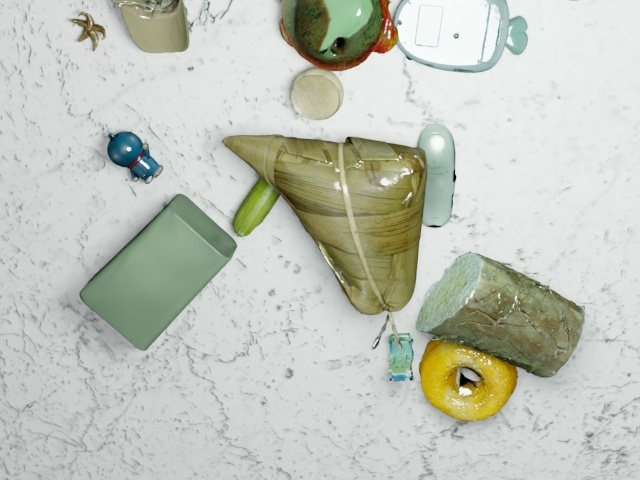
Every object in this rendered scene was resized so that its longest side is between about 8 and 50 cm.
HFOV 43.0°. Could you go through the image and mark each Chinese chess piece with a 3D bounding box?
[{"bbox_3d":[-0.007,-0.334,1.856,0.122,0.051,0.122,7,125,9],"label":"Chinese chess piece"}]

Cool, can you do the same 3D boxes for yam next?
[{"bbox_3d":[0.434,0.181,1.931,0.348,0.241,0.241,23,113,-6],"label":"yam"}]

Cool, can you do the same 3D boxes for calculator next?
[{"bbox_3d":[0.307,-0.460,1.769,0.299,0.041,0.185,7,108,-1],"label":"calculator"}]

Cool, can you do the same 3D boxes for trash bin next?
[{"bbox_3d":[-0.398,0.078,2.028,0.223,0.158,0.343,44,110,-11],"label":"trash bin"}]

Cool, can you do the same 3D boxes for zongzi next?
[{"bbox_3d":[0.004,-0.009,1.923,0.467,0.218,0.500,7,115,11],"label":"zongzi"}]

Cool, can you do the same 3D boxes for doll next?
[{"bbox_3d":[-0.453,-0.205,1.963,0.114,0.085,0.152,-35,114,30],"label":"doll"}]

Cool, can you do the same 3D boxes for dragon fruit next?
[{"bbox_3d":[0.040,-0.493,1.740,0.295,0.130,0.268,-34,96,29],"label":"dragon fruit"}]

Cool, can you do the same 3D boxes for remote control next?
[{"bbox_3d":[0.271,-0.147,1.912,0.097,0.045,0.256,-1,114,10],"label":"remote control"}]

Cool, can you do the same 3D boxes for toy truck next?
[{"bbox_3d":[0.198,0.290,2.032,0.067,0.175,0.081,-3,105,9],"label":"toy truck"}]

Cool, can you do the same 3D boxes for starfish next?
[{"bbox_3d":[-0.535,-0.484,1.884,0.078,0.028,0.091,-7,114,16],"label":"starfish"}]

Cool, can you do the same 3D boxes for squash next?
[{"bbox_3d":[-0.142,-0.103,1.970,0.069,0.069,0.239,33,112,-7],"label":"squash"}]

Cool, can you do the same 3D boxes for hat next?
[{"bbox_3d":[-0.366,-0.523,1.838,0.166,0.144,0.173,-1,156,6],"label":"hat"}]

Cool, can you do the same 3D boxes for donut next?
[{"bbox_3d":[0.371,0.347,2.072,0.253,0.118,0.253,7,110,20],"label":"donut"}]

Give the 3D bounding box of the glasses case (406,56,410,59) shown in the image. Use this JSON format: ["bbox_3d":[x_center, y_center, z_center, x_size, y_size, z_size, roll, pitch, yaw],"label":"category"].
[{"bbox_3d":[0.200,-0.443,1.809,0.033,0.023,0.083,-12,108,5],"label":"glasses case"}]
